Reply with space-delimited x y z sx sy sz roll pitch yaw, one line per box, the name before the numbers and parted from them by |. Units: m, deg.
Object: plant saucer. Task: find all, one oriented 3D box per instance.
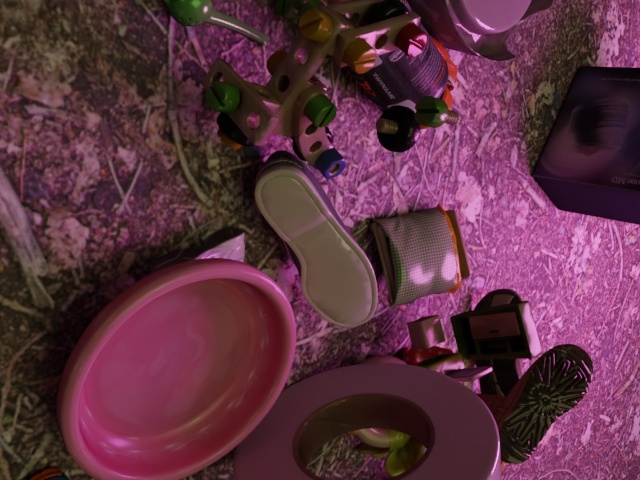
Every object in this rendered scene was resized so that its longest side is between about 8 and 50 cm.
plant saucer | -0.187 0.166 0.904 0.332 0.084 0.332 -21 126 -32

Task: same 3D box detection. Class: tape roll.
tape roll | 0.066 0.315 1.002 0.392 0.392 0.072 -26 118 -35

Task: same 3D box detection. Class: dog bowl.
dog bowl | 0.279 -0.486 1.179 0.349 0.102 0.349 -14 111 -40

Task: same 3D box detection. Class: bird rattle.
bird rattle | 0.138 0.291 1.250 0.207 0.143 0.253 23 82 -27

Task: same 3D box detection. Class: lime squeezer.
lime squeezer | -0.166 -0.339 0.840 0.110 0.059 0.310 -52 129 -19

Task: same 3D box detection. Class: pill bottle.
pill bottle | 0.114 -0.279 1.062 0.245 0.130 0.130 42 72 -40

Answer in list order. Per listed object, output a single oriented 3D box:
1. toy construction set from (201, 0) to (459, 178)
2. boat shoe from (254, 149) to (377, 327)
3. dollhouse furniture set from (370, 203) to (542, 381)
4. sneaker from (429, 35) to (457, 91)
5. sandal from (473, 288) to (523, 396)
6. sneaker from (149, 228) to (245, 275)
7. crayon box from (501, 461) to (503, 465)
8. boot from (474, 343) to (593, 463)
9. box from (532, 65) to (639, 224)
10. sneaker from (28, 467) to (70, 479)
toy construction set | -0.030 -0.238 0.851 0.237 0.257 0.309 -1 70 -45
boat shoe | 0.000 0.000 1.047 0.116 0.099 0.319 -24 123 11
dollhouse furniture set | 0.234 0.081 1.192 0.197 0.151 0.301 -13 88 -41
sneaker | 0.177 -0.320 1.170 0.175 0.064 0.067 36 56 -47
sandal | 0.388 0.237 1.487 0.086 0.120 0.303 -50 138 -58
sneaker | -0.162 0.035 0.947 0.152 0.053 0.061 -25 120 -37
crayon box | 0.221 0.592 1.339 0.363 0.106 0.313 -51 154 -21
boot | 0.314 0.277 1.176 0.236 0.269 0.089 -41 87 -17
box | 0.671 -0.205 1.481 0.183 0.296 0.294 33 78 -43
sneaker | -0.322 0.402 0.874 0.083 0.087 0.221 -28 119 -34
